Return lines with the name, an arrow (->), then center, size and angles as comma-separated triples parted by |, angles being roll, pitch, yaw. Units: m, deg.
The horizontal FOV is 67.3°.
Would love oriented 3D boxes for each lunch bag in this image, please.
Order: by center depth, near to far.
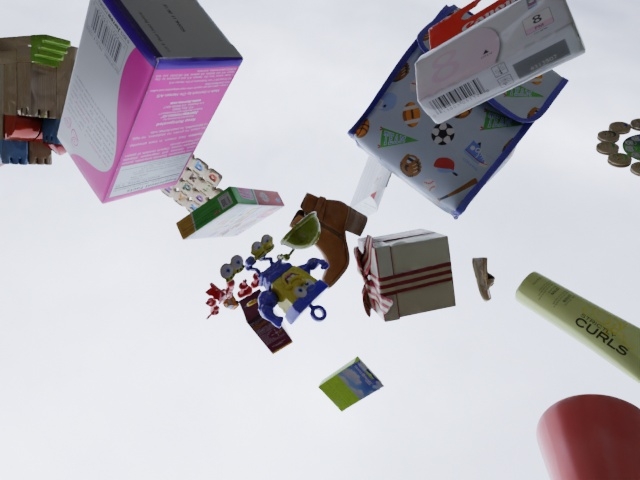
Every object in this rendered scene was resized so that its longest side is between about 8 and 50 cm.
lunch bag -> 0.306, -0.295, 1.094 | 0.328, 0.385, 0.239 | 40, -172, 8

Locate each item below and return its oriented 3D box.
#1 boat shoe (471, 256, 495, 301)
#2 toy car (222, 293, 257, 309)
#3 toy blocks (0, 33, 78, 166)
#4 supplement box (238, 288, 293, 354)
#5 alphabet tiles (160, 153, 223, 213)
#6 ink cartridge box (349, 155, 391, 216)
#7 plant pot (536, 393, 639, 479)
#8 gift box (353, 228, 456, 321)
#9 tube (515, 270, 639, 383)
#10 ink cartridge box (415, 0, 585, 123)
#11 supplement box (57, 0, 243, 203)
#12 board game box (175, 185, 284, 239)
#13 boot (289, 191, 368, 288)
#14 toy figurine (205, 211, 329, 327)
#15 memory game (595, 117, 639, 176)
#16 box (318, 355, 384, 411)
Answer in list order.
boat shoe -> 0.552, 0.130, 1.605 | 0.059, 0.170, 0.063 | -13, -156, 23
toy car -> -0.243, 0.171, 1.397 | 0.041, 0.122, 0.060 | -22, -88, -51
toy blocks -> -0.630, -0.271, 0.996 | 0.382, 0.260, 0.191 | 11, -169, 29
supplement box -> -0.171, 0.257, 1.519 | 0.081, 0.188, 0.104 | -31, -140, -4
alphabet tiles -> -0.463, -0.205, 1.714 | 0.284, 0.278, 0.021 | 37, -131, -9
ink cartridge box -> 0.250, -0.271, 1.803 | 0.091, 0.385, 0.308 | 25, -103, -12
plant pot -> 0.656, 0.541, 1.114 | 0.275, 0.274, 0.243 | 22, -152, 10
gift box -> 0.243, 0.090, 1.459 | 0.258, 0.255, 0.276 | -10, -176, -6
tube -> 0.420, 0.131, 0.737 | 0.062, 0.070, 0.240 | 15, -162, -48
ink cartridge box -> 0.218, -0.283, 0.637 | 0.066, 0.189, 0.232 | 35, -135, -40
supplement box -> -0.199, -0.157, 0.539 | 0.114, 0.220, 0.111 | -26, -105, -48
board game box -> -0.298, -0.090, 1.645 | 0.064, 0.242, 0.316 | 63, -159, 8
boot -> 0.000, 0.000, 1.539 | 0.220, 0.283, 0.109 | 21, -164, -12
toy figurine -> -0.063, 0.108, 1.109 | 0.217, 0.191, 0.362 | 38, -135, 15
memory game -> 0.578, -0.163, 0.831 | 0.186, 0.012, 0.186 | -6, -138, 6
box -> 0.091, 0.415, 1.398 | 0.109, 0.178, 0.042 | 47, -152, -3
